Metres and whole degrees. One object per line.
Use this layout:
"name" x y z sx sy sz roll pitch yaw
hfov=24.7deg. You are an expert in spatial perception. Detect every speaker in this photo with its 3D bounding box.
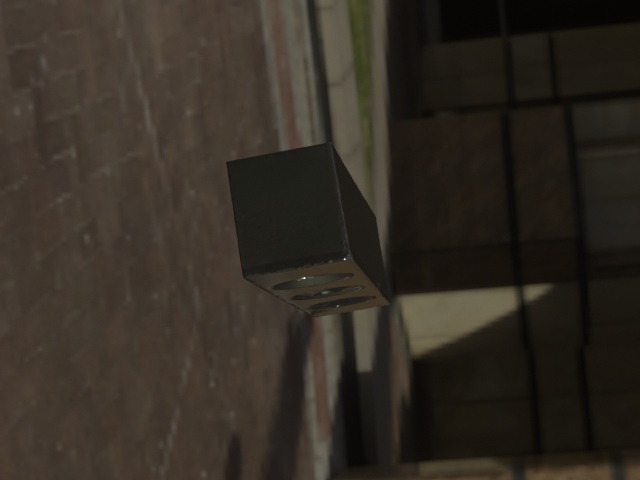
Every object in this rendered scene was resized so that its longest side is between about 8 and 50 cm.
"speaker" 0.000 0.000 0.599 0.191 0.040 0.046 43 38 -80
